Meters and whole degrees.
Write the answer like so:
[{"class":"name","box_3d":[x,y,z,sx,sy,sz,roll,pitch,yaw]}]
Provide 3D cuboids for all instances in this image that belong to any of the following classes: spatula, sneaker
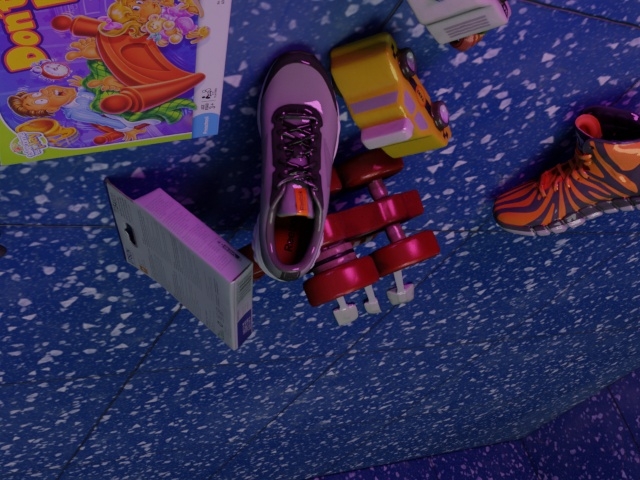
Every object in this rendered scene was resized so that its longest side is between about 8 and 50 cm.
[{"class":"spatula","box_3d":[0.098,0.096,1.617,0.168,0.019,0.242,-15,152,2]},{"class":"sneaker","box_3d":[0.406,-0.120,1.335,0.321,0.125,0.180,-16,132,29]},{"class":"sneaker","box_3d":[-0.024,-0.083,0.966,0.100,0.272,0.108,2,-174,-8]}]

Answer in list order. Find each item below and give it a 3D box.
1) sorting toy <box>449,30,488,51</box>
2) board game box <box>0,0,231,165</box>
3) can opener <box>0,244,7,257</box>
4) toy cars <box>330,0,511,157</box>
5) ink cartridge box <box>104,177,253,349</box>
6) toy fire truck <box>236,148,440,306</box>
[{"class":"sorting toy","box_3d":[0.186,-0.260,0.971,0.042,0.061,0.102,-9,174,-22]},{"class":"board game box","box_3d":[-0.204,-0.217,0.768,0.233,0.078,0.347,-11,152,-17]},{"class":"can opener","box_3d":[-0.443,-0.015,0.999,0.073,0.059,0.186,-26,152,10]},{"class":"toy cars","box_3d":[0.103,-0.206,0.921,0.176,0.087,0.394,13,147,-4]},{"class":"ink cartridge box","box_3d":[-0.185,0.027,1.130,0.045,0.224,0.223,-46,164,-25]},{"class":"toy fire truck","box_3d":[0.000,0.000,1.187,0.302,0.169,0.254,-20,175,-39]}]
